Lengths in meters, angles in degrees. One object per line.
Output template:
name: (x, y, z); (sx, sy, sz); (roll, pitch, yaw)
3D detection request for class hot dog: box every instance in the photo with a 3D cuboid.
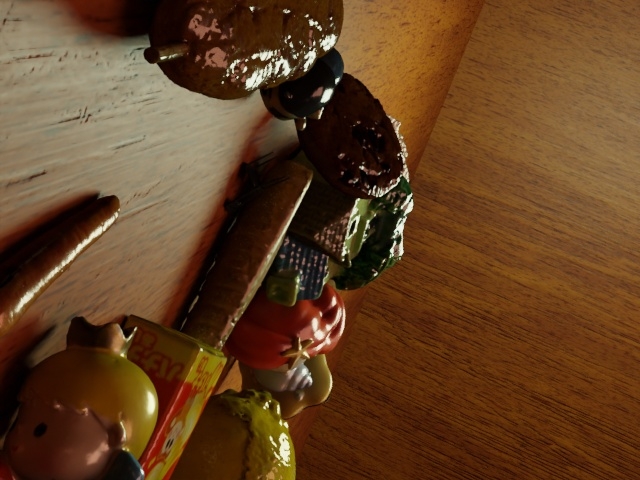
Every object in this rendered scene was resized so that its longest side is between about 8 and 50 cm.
hot dog: (-0.097, 0.026, 1.039); (0.289, 0.068, 0.083); (-61, -176, -10)

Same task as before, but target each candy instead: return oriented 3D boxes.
candy: (-0.204, 0.222, 0.878); (0.146, 0.088, 0.276); (65, 49, -79)

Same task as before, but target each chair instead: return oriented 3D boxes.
chair: (-0.083, -0.071, 1.005); (0.086, 0.042, 0.037); (-31, 171, 6)

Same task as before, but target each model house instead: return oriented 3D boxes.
model house: (0.000, 0.000, 1.191); (0.189, 0.195, 0.214); (-38, 149, -55)

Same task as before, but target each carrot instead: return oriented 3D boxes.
carrot: (-0.189, 0.010, 0.601); (0.190, 0.037, 0.037); (-55, 166, -54)

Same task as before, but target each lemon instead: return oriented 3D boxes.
lemon: (-0.135, 0.329, 1.184); (0.204, 0.204, 0.260); (86, 29, -70)

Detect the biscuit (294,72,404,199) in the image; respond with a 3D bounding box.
biscuit: (0.041, -0.141, 1.107); (0.049, 0.192, 0.192); (-32, -168, 35)

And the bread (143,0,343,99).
bread: (-0.063, -0.180, 0.689); (0.344, 0.084, 0.124); (-47, 136, -62)

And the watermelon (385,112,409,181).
watermelon: (0.092, -0.141, 1.545); (0.094, 0.154, 0.241); (-52, 151, -55)

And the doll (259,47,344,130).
doll: (-0.021, -0.178, 0.931); (0.179, 0.089, 0.102); (-70, 139, -67)

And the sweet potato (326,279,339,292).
sweet potato: (-0.007, 0.037, 1.462); (0.385, 0.109, 0.109); (96, 21, -62)

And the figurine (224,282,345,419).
figurine: (-0.055, 0.147, 1.325); (0.208, 0.181, 0.257); (-20, 152, -15)

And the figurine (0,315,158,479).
figurine: (-0.218, 0.178, 0.659); (0.127, 0.185, 0.234); (-179, -92, -70)
